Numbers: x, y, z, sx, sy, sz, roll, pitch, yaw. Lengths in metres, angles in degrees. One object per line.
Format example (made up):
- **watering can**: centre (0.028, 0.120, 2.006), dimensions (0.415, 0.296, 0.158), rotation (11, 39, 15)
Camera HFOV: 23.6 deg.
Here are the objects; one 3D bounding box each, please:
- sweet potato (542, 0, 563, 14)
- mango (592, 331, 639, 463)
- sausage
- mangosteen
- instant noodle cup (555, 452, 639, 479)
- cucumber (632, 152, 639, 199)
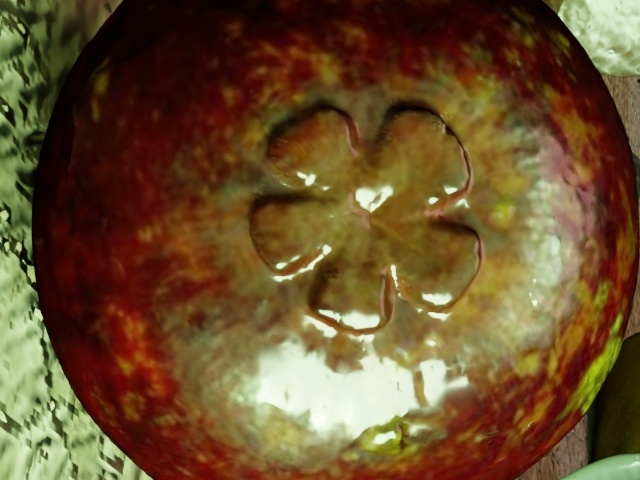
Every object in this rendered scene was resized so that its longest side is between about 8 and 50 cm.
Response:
- **sweet potato**: centre (0.126, -0.211, 0.966), dimensions (0.078, 0.058, 0.255), rotation (34, 47, -43)
- **mango**: centre (0.294, 0.155, 1.371), dimensions (0.227, 0.099, 0.136), rotation (-38, 125, -59)
- **sausage**: centre (0.291, -0.231, 1.381), dimensions (0.125, 0.117, 0.317), rotation (44, 24, -1)
- **mangosteen**: centre (-0.007, 0.003, 0.397), dimensions (0.145, 0.181, 0.156), rotation (-24, 94, -28)
- **instant noodle cup**: centre (0.220, 0.264, 0.897), dimensions (0.243, 0.243, 0.231), rotation (-50, 127, -66)
- **cucumber**: centre (0.240, -0.047, 1.297), dimensions (0.112, 0.064, 0.064), rotation (-29, 114, -68)
